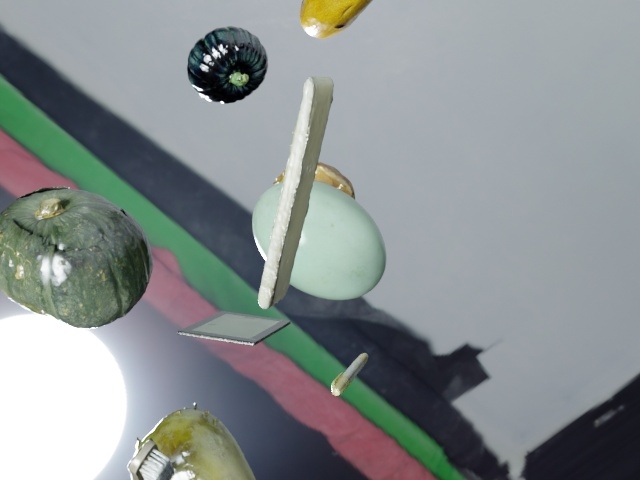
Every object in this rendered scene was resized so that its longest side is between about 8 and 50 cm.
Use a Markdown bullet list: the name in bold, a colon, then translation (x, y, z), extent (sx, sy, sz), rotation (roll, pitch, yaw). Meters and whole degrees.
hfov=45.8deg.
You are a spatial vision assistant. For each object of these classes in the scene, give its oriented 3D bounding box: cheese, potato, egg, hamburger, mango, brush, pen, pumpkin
- **cheese**: translation (-0.042, -0.075, 1.265), extent (0.034, 0.400, 0.085), rotation (20, -160, 16)
- **potato**: translation (-0.282, 0.572, 1.740), extent (0.359, 0.269, 0.219), rotation (54, -164, 15)
- **egg**: translation (0.000, 0.000, 1.957), extent (0.389, 0.276, 0.276), rotation (34, -158, -17)
- **hamburger**: translation (-0.033, -0.123, 2.255), extent (0.211, 0.260, 0.245), rotation (-118, 8, -76)
- **mango**: translation (0.052, -0.513, 1.520), extent (0.120, 0.295, 0.177), rotation (38, -121, -11)
- **brush**: translation (-0.323, 0.466, 1.497), extent (0.065, 0.070, 0.327), rotation (31, 153, 8)
- **pen**: translation (0.079, 0.356, 2.048), extent (0.040, 0.032, 0.233), rotation (38, -153, 8)
- **pumpkin**: translation (-0.218, -0.410, 1.778), extent (0.194, 0.194, 0.150), rotation (20, -121, -53)
- **pumpkin**: translation (-0.520, 0.033, 1.557), extent (0.327, 0.258, 0.291), rotation (8, -148, 18)

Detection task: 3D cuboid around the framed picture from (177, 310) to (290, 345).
- **framed picture**: translation (-0.273, 0.283, 2.472), extent (0.264, 0.016, 0.347), rotation (6, -173, 15)
